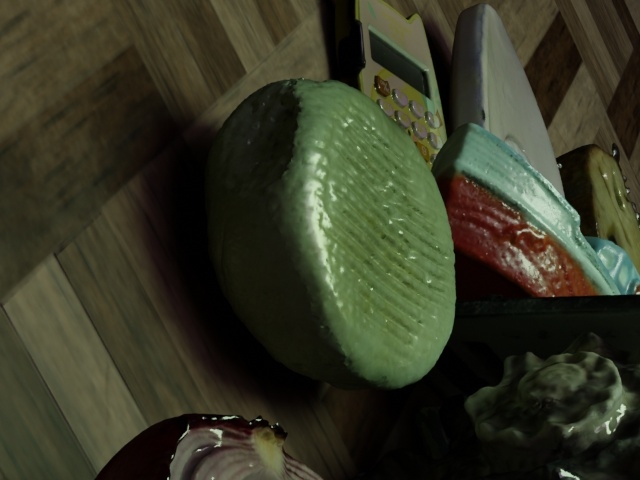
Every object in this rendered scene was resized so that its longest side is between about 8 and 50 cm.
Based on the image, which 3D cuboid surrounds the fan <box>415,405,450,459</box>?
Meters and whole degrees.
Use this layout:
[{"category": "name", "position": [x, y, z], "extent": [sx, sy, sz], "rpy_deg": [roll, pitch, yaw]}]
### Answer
[{"category": "fan", "position": [0.128, 0.218, 1.344], "extent": [0.240, 0.009, 0.131], "rpy_deg": [61, 25, -17]}]

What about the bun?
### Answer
[{"category": "bun", "position": [-0.002, -0.001, 1.135], "extent": [0.221, 0.108, 0.221], "rpy_deg": [35, 49, -54]}]

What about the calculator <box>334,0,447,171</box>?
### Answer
[{"category": "calculator", "position": [0.061, -0.092, 1.432], "extent": [0.157, 0.033, 0.236], "rpy_deg": [28, 49, -57]}]

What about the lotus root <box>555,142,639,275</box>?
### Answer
[{"category": "lotus root", "position": [0.282, 0.036, 1.738], "extent": [0.170, 0.074, 0.260], "rpy_deg": [-10, 81, -65]}]

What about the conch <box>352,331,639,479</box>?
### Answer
[{"category": "conch", "position": [0.149, 0.150, 1.152], "extent": [0.186, 0.240, 0.313], "rpy_deg": [40, -11, 0]}]

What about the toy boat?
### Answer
[{"category": "toy boat", "position": [0.171, 0.027, 1.391], "extent": [0.332, 0.145, 0.133], "rpy_deg": [51, 53, -44]}]

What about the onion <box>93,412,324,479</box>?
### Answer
[{"category": "onion", "position": [-0.049, 0.227, 0.827], "extent": [0.227, 0.120, 0.283], "rpy_deg": [40, 33, -50]}]

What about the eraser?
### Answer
[{"category": "eraser", "position": [0.153, -0.093, 1.588], "extent": [0.204, 0.059, 0.243], "rpy_deg": [20, 57, -59]}]

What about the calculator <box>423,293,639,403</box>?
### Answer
[{"category": "calculator", "position": [0.175, 0.086, 1.261], "extent": [0.161, 0.262, 0.021], "rpy_deg": [46, 52, -41]}]
